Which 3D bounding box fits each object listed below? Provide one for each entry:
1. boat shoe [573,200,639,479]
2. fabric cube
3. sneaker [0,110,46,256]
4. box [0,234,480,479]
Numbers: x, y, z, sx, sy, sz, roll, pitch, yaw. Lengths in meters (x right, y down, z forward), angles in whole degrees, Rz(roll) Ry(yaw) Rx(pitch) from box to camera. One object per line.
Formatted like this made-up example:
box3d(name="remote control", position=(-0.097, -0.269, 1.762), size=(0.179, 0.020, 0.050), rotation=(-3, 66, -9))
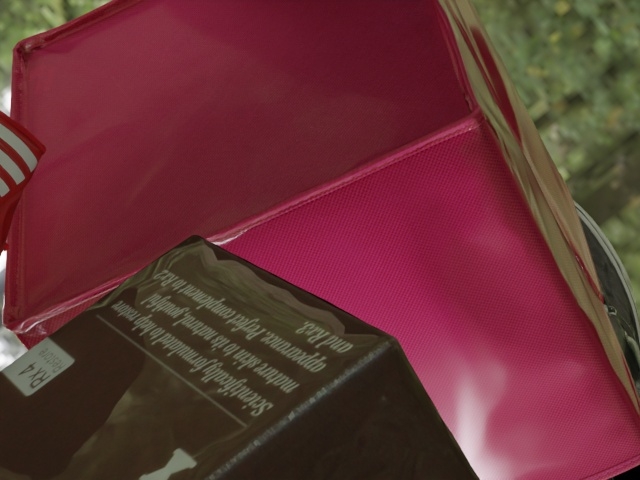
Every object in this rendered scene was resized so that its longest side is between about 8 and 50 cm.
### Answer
box3d(name="boat shoe", position=(0.176, 0.094, 1.219), size=(0.102, 0.108, 0.301), rotation=(56, -156, -69))
box3d(name="fabric cube", position=(0.000, 0.000, 0.966), size=(0.258, 0.254, 0.259), rotation=(57, -165, -37))
box3d(name="sneaker", position=(-0.164, 0.023, 0.811), size=(0.087, 0.128, 0.221), rotation=(24, 141, 9))
box3d(name="box", position=(0.026, 0.197, 0.680), size=(0.381, 0.143, 0.191), rotation=(57, 166, -23))
